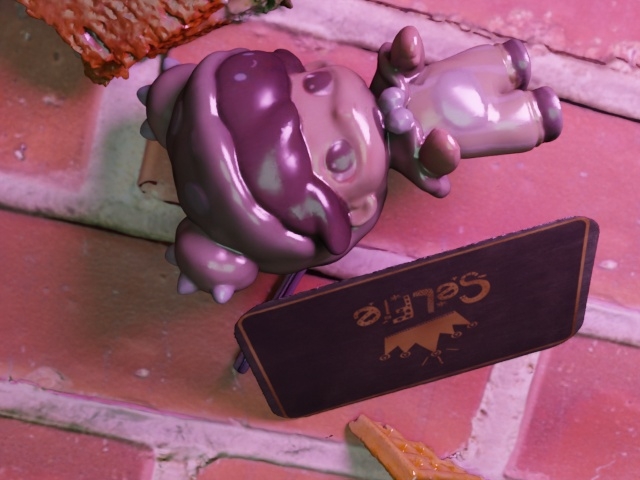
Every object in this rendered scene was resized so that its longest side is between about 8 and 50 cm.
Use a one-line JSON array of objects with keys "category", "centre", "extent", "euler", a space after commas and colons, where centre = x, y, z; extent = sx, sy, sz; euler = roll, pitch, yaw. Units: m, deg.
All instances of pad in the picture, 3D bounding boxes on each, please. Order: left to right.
[{"category": "pad", "centre": [0.109, 0.093, 0.778], "extent": [0.376, 0.063, 0.314], "euler": [-17, 139, 0]}]

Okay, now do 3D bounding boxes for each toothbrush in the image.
[{"category": "toothbrush", "centre": [0.000, 0.000, 0.852], "extent": [0.029, 0.024, 0.353], "euler": [28, 100, -19]}]

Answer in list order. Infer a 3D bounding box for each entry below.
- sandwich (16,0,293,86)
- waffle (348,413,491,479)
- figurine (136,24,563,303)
[{"category": "sandwich", "centre": [-0.190, -0.273, 0.725], "extent": [0.212, 0.109, 0.292], "euler": [-41, 104, 5]}, {"category": "waffle", "centre": [0.132, 0.265, 0.936], "extent": [0.191, 0.125, 0.032], "euler": [23, 100, -44]}, {"category": "figurine", "centre": [0.022, -0.096, 0.732], "extent": [0.381, 0.203, 0.248], "euler": [-16, 79, 2]}]
